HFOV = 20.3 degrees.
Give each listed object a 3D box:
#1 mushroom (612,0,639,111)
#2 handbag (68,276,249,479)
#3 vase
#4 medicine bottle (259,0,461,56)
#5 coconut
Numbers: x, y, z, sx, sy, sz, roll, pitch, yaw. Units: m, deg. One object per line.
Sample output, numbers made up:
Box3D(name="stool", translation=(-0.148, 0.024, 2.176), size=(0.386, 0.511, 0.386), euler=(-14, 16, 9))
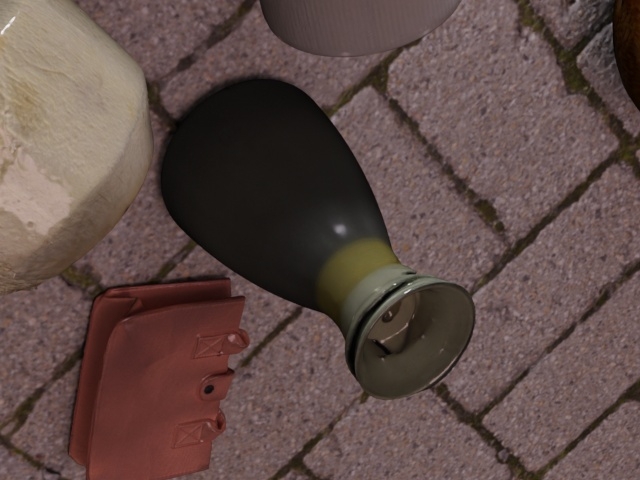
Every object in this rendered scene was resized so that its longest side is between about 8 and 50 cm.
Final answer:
Box3D(name="mushroom", translation=(0.445, -0.234, 1.805), size=(0.345, 0.239, 0.345), euler=(-5, 126, -6))
Box3D(name="handbag", translation=(-0.158, 0.142, 1.756), size=(0.157, 0.059, 0.212), euler=(-5, 123, -31))
Box3D(name="vase", translation=(0.000, 0.000, 1.575), size=(0.173, 0.321, 0.173), euler=(-18, 129, -23))
Box3D(name="medicine bottle", translation=(0.008, -0.329, 1.417), size=(0.208, 0.208, 0.339), euler=(-27, 133, -16))
Box3D(name="coconut", translation=(-0.272, -0.092, 1.386), size=(0.245, 0.245, 0.247), euler=(-46, 114, 3))
